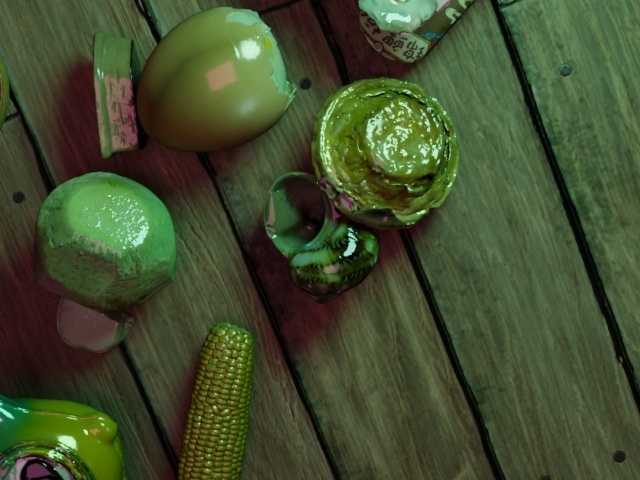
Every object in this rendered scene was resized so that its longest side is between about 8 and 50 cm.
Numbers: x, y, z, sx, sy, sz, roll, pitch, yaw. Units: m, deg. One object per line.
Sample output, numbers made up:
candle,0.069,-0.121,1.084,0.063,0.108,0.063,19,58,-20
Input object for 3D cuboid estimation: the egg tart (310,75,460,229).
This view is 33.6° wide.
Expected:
egg tart,0.104,-0.134,1.559,0.241,0.106,0.241,3,80,-19

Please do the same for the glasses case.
glasses case,0.188,-0.400,1.549,0.122,0.082,0.321,41,101,-3

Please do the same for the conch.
conch,0.001,0.001,1.612,0.187,0.124,0.181,19,88,21

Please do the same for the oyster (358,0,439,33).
oyster,0.041,-0.448,1.503,0.351,0.115,0.238,27,73,21

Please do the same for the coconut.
coconut,-0.329,0.009,1.607,0.236,0.236,0.204,-31,72,9

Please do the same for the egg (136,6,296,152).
egg,-0.158,-0.227,1.550,0.244,0.201,0.201,-32,96,11

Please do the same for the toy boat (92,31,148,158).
toy boat,-0.304,-0.223,1.609,0.061,0.116,0.188,-4,102,1

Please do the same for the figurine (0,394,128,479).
figurine,-0.477,0.357,1.682,0.340,0.231,0.323,-2,125,-3

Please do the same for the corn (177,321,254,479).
corn,-0.165,0.282,1.689,0.106,0.106,0.305,10,100,3

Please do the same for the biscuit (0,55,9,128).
biscuit,-0.567,-0.262,1.667,0.142,0.029,0.220,-35,95,11

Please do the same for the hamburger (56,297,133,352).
hamburger,-0.373,0.137,1.710,0.121,0.054,0.084,29,105,2
